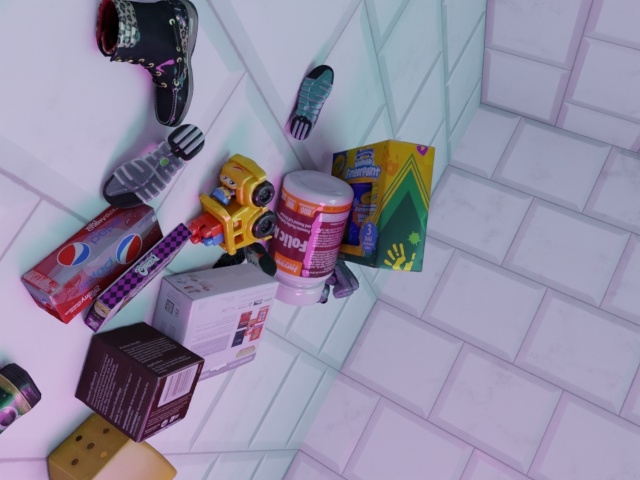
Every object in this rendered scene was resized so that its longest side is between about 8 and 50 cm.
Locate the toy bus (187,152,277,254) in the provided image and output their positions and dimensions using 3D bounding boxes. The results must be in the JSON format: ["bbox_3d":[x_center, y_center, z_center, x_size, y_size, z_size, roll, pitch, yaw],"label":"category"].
[{"bbox_3d":[-0.233,-0.077,1.372,0.211,0.149,0.220,-30,140,-32],"label":"toy bus"}]

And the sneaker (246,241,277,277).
[{"bbox_3d":[-0.178,0.076,1.637,0.057,0.161,0.075,-5,129,-32],"label":"sneaker"}]

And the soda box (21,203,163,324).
[{"bbox_3d":[-0.432,0.030,1.067,0.263,0.083,0.092,-49,153,-34],"label":"soda box"}]

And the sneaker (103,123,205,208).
[{"bbox_3d":[-0.330,-0.149,1.120,0.229,0.086,0.132,-36,-164,-3],"label":"sneaker"}]

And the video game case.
[{"bbox_3d":[-0.383,0.080,1.153,0.232,0.042,0.210,-50,-172,-35],"label":"video game case"}]

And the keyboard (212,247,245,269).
[{"bbox_3d":[-0.276,0.086,1.581,0.180,0.023,0.108,-53,156,-31],"label":"keyboard"}]

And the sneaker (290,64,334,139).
[{"bbox_3d":[-0.027,-0.399,1.597,0.223,0.083,0.098,-64,180,9],"label":"sneaker"}]

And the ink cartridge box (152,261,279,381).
[{"bbox_3d":[-0.289,0.222,1.481,0.309,0.130,0.272,-8,121,-52],"label":"ink cartridge box"}]

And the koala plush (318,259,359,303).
[{"bbox_3d":[0.003,0.163,2.140,0.221,0.203,0.196,-34,175,14],"label":"koala plush"}]

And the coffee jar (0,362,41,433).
[{"bbox_3d":[-0.599,0.312,0.986,0.184,0.079,0.096,-46,149,-38],"label":"coffee jar"}]

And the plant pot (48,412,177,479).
[{"bbox_3d":[-0.509,0.539,1.302,0.212,0.212,0.187,-47,140,-39],"label":"plant pot"}]

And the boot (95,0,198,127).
[{"bbox_3d":[-0.313,-0.314,0.983,0.178,0.085,0.236,-24,135,-53],"label":"boot"}]

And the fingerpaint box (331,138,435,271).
[{"bbox_3d":[0.165,-0.108,1.763,0.445,0.163,0.371,-168,-96,-70],"label":"fingerpaint box"}]

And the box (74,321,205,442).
[{"bbox_3d":[-0.411,0.316,1.263,0.168,0.203,0.167,-7,120,-65],"label":"box"}]

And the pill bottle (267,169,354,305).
[{"bbox_3d":[-0.046,-0.004,1.749,0.224,0.224,0.392,-30,139,-56],"label":"pill bottle"}]
